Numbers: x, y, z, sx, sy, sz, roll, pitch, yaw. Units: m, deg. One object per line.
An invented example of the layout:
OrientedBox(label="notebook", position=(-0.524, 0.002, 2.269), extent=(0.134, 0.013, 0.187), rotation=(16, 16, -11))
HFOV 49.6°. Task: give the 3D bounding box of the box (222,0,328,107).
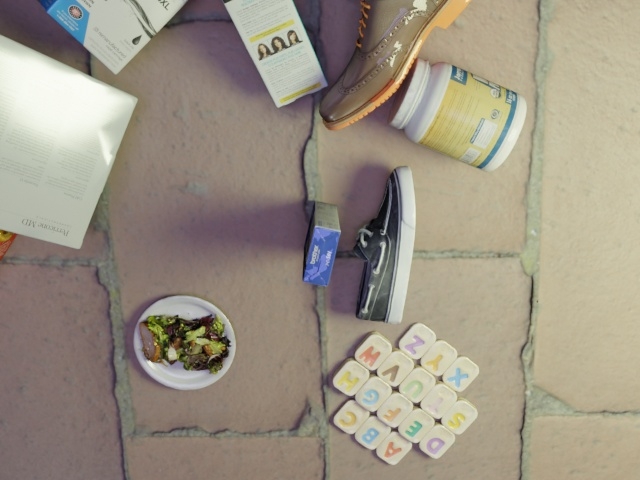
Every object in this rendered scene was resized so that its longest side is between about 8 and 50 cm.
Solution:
OrientedBox(label="box", position=(-0.077, -0.343, 1.138), extent=(0.101, 0.060, 0.244), rotation=(-22, 135, 6))

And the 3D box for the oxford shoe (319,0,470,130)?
OrientedBox(label="oxford shoe", position=(0.099, -0.344, 1.139), extent=(0.133, 0.130, 0.363), rotation=(31, 109, -29))

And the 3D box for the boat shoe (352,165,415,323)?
OrientedBox(label="boat shoe", position=(0.111, 0.010, 1.271), extent=(0.102, 0.108, 0.301), rotation=(4, 111, -2))

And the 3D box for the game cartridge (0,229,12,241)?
OrientedBox(label="game cartridge", position=(-0.725, -0.106, 1.179), extent=(0.324, 0.052, 0.285), rotation=(-11, 104, 2))

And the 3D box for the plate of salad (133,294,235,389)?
OrientedBox(label="plate of salad", position=(-0.266, 0.203, 1.345), extent=(0.200, 0.048, 0.199), rotation=(0, 104, 0))

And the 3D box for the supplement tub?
OrientedBox(label="supplement tub", position=(0.231, -0.217, 1.187), extent=(0.200, 0.144, 0.144), rotation=(22, 103, -6))

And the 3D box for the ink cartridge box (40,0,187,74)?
OrientedBox(label="ink cartridge box", position=(-0.326, -0.401, 1.131), extent=(0.203, 0.086, 0.148), rotation=(-46, 127, 2))

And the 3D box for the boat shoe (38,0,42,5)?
OrientedBox(label="boat shoe", position=(-0.487, -0.492, 1.159), extent=(0.099, 0.116, 0.319), rotation=(-7, 121, 48))

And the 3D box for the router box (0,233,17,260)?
OrientedBox(label="router box", position=(-0.749, -0.041, 1.265), extent=(0.336, 0.082, 0.301), rotation=(35, 102, -8))

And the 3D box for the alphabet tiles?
OrientedBox(label="alphabet tiles", position=(0.170, 0.311, 1.386), extent=(0.284, 0.021, 0.278), rotation=(38, 102, -9))

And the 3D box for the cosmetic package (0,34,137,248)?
OrientedBox(label="cosmetic package", position=(-0.514, -0.170, 1.090), extent=(0.377, 0.097, 0.284), rotation=(21, 89, -46))

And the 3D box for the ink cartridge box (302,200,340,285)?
OrientedBox(label="ink cartridge box", position=(0.000, 0.000, 1.210), extent=(0.046, 0.207, 0.097), rotation=(12, 104, -3))
